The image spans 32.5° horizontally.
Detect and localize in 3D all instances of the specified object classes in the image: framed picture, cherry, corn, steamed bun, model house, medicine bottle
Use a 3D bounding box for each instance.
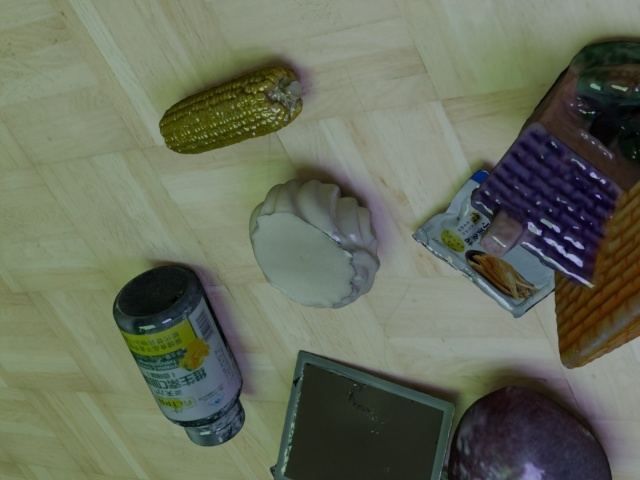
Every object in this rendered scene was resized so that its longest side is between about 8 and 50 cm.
[{"bbox_3d":[0.060,0.299,1.609,0.273,0.016,0.216,17,100,31],"label":"framed picture"},{"bbox_3d":[0.269,0.308,1.436,0.213,0.183,0.266,-8,108,32],"label":"cherry"},{"bbox_3d":[-0.111,-0.154,1.340,0.238,0.080,0.080,-15,119,44],"label":"corn"},{"bbox_3d":[0.000,0.000,1.391,0.182,0.106,0.183,17,136,18],"label":"steamed bun"},{"bbox_3d":[0.283,-0.032,1.038,0.237,0.237,0.202,40,143,-3],"label":"model house"},{"bbox_3d":[-0.207,0.188,1.706,0.141,0.141,0.293,7,133,32],"label":"medicine bottle"}]

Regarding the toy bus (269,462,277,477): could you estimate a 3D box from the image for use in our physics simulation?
[{"bbox_3d":[0.009,0.388,1.792,0.174,0.077,0.079,3,130,35],"label":"toy bus"}]

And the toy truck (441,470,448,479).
[{"bbox_3d":[0.192,0.427,1.620,0.259,0.135,0.128,41,112,1],"label":"toy truck"}]

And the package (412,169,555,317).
[{"bbox_3d":[0.213,0.007,1.297,0.171,0.027,0.173,38,145,-2],"label":"package"}]
